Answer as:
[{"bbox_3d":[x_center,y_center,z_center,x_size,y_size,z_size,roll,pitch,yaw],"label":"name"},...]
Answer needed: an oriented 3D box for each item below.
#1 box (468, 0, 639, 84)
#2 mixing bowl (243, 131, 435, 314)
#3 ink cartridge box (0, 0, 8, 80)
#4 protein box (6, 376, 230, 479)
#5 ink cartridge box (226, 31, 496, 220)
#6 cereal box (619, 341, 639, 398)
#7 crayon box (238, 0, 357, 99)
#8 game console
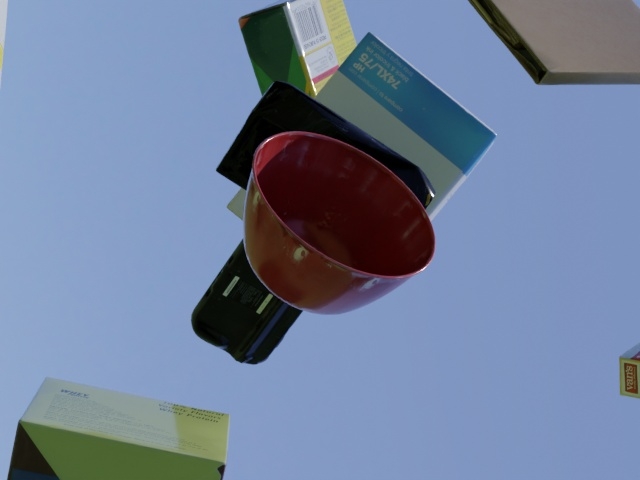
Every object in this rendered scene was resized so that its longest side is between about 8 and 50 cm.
[{"bbox_3d":[0.234,-0.203,1.693,0.164,0.201,0.021,56,-48,32],"label":"box"},{"bbox_3d":[0.000,0.000,1.614,0.098,0.181,0.181,-56,-135,33],"label":"mixing bowl"},{"bbox_3d":[-0.512,-0.287,2.162,0.279,0.160,0.385,43,40,-53],"label":"ink cartridge box"},{"bbox_3d":[-0.198,0.237,1.783,0.201,0.200,0.136,-102,-156,-82],"label":"protein box"},{"bbox_3d":[0.053,-0.080,2.200,0.197,0.270,0.198,39,3,3],"label":"ink cartridge box"},{"bbox_3d":[0.427,0.121,1.721,0.240,0.173,0.047,9,-67,38],"label":"cereal box"},{"bbox_3d":[0.003,-0.186,2.543,0.081,0.202,0.318,-14,-80,25],"label":"crayon box"},{"bbox_3d":[-0.044,0.003,2.011,0.361,0.213,0.044,-54,-176,38],"label":"game console"}]
